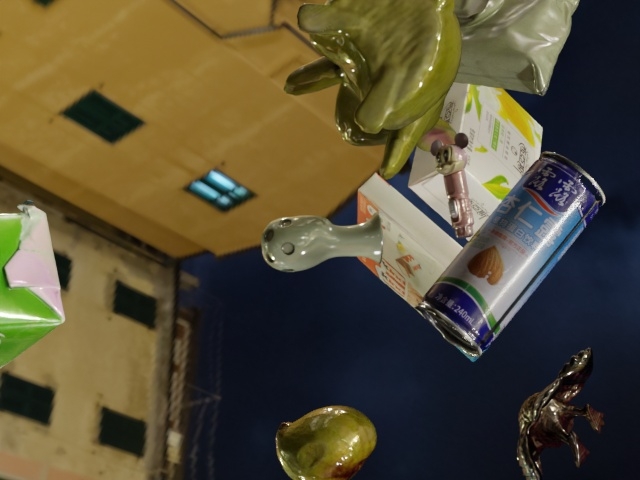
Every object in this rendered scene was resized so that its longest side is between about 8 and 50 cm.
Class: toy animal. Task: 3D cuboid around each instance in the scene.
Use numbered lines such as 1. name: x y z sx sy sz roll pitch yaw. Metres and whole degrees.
1. toy animal: 0.324 0.254 1.529 0.218 0.116 0.179 -62 -168 -19
2. toy animal: 0.076 -0.173 1.288 0.180 0.363 0.181 -37 -106 -11

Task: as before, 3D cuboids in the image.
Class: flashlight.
1. flashlight: 0.142 -0.057 1.116 0.052 0.031 0.110 -14 -96 43

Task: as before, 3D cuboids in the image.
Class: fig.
1. fig: 0.013 0.314 1.591 0.136 0.153 0.121 109 -35 -52

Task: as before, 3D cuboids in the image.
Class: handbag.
1. handbag: 0.226 -0.333 1.607 0.315 0.109 0.253 12 -123 26

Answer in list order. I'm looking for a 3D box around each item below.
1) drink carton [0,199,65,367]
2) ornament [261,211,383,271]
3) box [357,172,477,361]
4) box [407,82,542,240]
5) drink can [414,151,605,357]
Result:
1. drink carton: -0.361 0.046 0.839 0.161 0.271 0.108 -31 -112 45
2. ornament: 0.000 0.000 1.366 0.156 0.075 0.081 -5 -138 -8
3. box: 0.161 0.048 1.589 0.265 0.273 0.048 41 -106 17
4. box: 0.262 -0.140 1.743 0.111 0.194 0.260 -31 -147 37
5. drink can: 0.217 0.016 1.202 0.235 0.097 0.097 -50 -137 -7
